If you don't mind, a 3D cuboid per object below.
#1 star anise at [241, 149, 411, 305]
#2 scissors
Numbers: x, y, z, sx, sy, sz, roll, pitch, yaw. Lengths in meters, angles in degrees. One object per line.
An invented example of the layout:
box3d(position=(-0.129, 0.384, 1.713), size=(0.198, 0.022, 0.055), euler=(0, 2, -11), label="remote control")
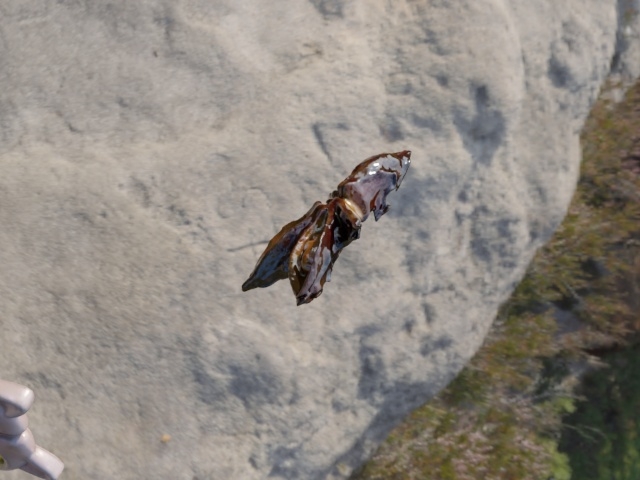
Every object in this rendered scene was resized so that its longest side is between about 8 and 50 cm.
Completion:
box3d(position=(-0.003, -0.003, 0.767), size=(0.053, 0.157, 0.212), euler=(48, 35, -13), label="star anise")
box3d(position=(-0.328, 0.092, 0.609), size=(0.160, 0.317, 0.024), euler=(89, 21, -46), label="scissors")
